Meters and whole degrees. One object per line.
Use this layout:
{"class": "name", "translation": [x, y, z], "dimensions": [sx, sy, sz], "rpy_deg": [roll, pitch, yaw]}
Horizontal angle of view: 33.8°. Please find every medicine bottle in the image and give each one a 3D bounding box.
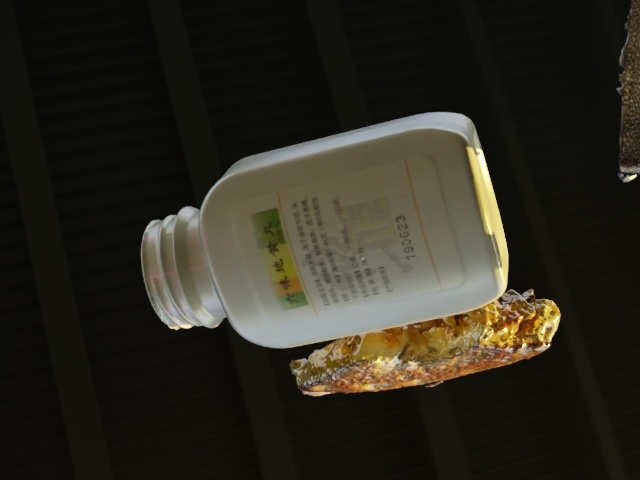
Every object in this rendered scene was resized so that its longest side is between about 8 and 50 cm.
{"class": "medicine bottle", "translation": [0.000, 0.000, 0.978], "dimensions": [0.324, 0.124, 0.179], "rpy_deg": [-14, -71, 14]}

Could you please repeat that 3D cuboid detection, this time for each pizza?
{"class": "pizza", "translation": [0.112, 0.108, 1.159], "dimensions": [0.305, 0.161, 0.086], "rpy_deg": [-12, -111, 5]}

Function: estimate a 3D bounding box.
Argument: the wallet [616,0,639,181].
{"class": "wallet", "translation": [0.394, -0.177, 0.973], "dimensions": [0.071, 0.220, 0.262], "rpy_deg": [-10, -76, -53]}
